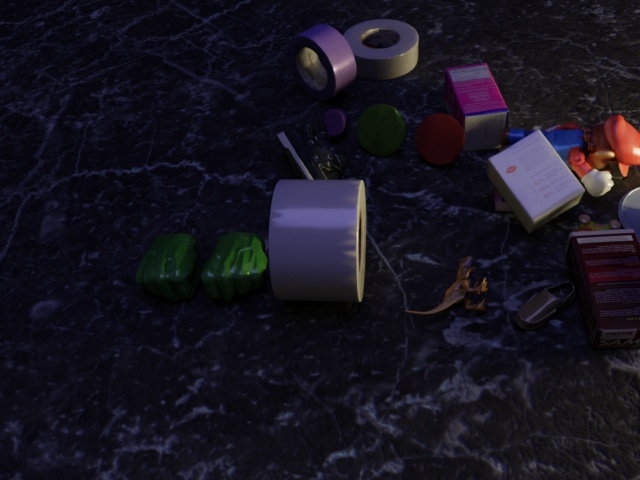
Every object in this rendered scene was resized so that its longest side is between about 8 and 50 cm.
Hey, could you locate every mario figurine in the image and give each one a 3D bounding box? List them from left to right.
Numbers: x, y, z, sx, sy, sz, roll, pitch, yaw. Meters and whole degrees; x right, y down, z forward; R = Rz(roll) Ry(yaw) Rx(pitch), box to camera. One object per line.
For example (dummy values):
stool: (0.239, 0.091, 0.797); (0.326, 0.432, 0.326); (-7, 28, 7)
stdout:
mario figurine: (0.582, -0.186, 1.676); (0.320, 0.170, 0.198); (0, 81, 21)

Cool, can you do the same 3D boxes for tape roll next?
tape roll: (0.000, 0.000, 1.443); (0.169, 0.246, 0.246); (1, 46, 6)
tape roll: (0.003, -0.477, 1.948); (0.080, 0.189, 0.189); (-37, 53, -27)
tape roll: (0.171, -0.551, 2.083); (0.219, 0.072, 0.219); (-4, 45, 4)

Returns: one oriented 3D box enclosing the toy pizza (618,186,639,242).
toy pizza: (0.736, -0.041, 1.545); (0.201, 0.032, 0.201); (-1, 50, 1)

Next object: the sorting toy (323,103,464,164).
sorting toy: (0.192, -0.280, 1.819); (0.365, 0.127, 0.126); (12, 19, 21)

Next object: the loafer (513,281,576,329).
loafer: (0.437, 0.121, 1.410); (0.148, 0.050, 0.056); (-30, 50, -21)

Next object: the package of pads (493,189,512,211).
package of pads: (0.432, -0.089, 1.629); (0.083, 0.032, 0.050); (2, 45, 8)

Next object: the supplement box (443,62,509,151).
supplement box: (0.387, -0.337, 1.822); (0.114, 0.111, 0.220); (-7, 45, 1)

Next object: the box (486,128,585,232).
box: (0.459, -0.127, 1.564); (0.130, 0.091, 0.170); (-30, 71, 0)

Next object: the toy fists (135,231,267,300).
toy fists: (-0.248, 0.061, 1.518); (0.279, 0.096, 0.142); (0, 36, 8)

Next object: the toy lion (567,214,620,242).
toy lion: (0.578, -0.005, 1.535); (0.100, 0.034, 0.096); (11, 55, 16)

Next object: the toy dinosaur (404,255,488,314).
toy dinosaur: (0.270, 0.111, 1.444); (0.112, 0.064, 0.211); (6, 34, 37)

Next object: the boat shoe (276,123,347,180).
boat shoe: (0.004, -0.169, 1.691); (0.113, 0.127, 0.340); (-27, 38, -4)

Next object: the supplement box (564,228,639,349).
supplement box: (0.567, 0.091, 1.401); (0.130, 0.073, 0.239); (-3, 49, 4)
